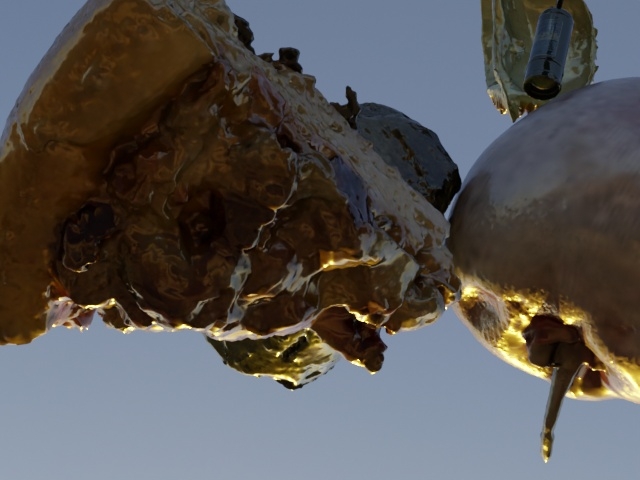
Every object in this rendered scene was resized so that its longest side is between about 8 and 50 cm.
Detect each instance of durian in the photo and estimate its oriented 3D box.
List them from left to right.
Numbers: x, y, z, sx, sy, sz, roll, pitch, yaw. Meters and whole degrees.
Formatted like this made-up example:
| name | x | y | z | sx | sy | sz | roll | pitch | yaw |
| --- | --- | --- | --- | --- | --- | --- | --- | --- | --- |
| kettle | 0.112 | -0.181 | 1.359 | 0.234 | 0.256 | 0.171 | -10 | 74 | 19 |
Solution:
| name | x | y | z | sx | sy | sz | roll | pitch | yaw |
| --- | --- | --- | --- | --- | --- | --- | --- | --- | --- |
| durian | 0.232 | -0.231 | 1.224 | 0.144 | 0.252 | 0.139 | -2 | -16 | 26 |

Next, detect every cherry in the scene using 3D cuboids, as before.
| name | x | y | z | sx | sy | sz | roll | pitch | yaw |
| --- | --- | --- | --- | --- | --- | --- | --- | --- | --- |
| cherry | 0.279 | -0.005 | 1.044 | 0.326 | 0.335 | 0.291 | -7 | -42 | 18 |

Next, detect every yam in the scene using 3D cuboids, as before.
| name | x | y | z | sx | sy | sz | roll | pitch | yaw |
| --- | --- | --- | --- | --- | --- | --- | --- | --- | --- |
| yam | 0.000 | 0.000 | 1.091 | 0.195 | 0.195 | 0.300 | 26 | -40 | -9 |

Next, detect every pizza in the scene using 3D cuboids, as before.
| name | x | y | z | sx | sy | sz | roll | pitch | yaw |
| --- | --- | --- | --- | --- | --- | --- | --- | --- | --- |
| pizza | -0.021 | 0.001 | 0.388 | 0.193 | 0.069 | 0.154 | 17 | -63 | -28 |

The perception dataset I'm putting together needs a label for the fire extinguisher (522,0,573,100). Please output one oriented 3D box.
| name | x | y | z | sx | sy | sz | roll | pitch | yaw |
| --- | --- | --- | --- | --- | --- | --- | --- | --- | --- |
| fire extinguisher | 0.157 | -0.132 | 0.749 | 0.025 | 0.083 | 0.038 | 11 | -31 | 11 |
